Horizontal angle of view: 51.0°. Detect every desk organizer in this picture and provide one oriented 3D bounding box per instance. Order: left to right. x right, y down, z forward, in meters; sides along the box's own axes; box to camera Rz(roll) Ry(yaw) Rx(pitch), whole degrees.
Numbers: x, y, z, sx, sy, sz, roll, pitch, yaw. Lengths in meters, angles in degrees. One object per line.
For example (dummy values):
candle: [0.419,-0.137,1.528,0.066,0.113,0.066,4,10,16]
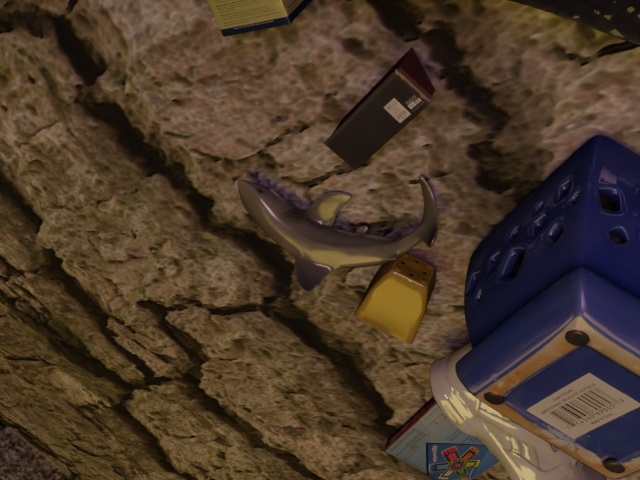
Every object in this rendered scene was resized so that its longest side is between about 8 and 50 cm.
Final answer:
desk organizer: [0.063,-0.133,0.691,0.047,0.050,0.130,39,139,-10]

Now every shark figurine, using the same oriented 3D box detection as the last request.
shark figurine: [0.025,0.015,0.820,0.278,0.116,0.166,6,135,28]

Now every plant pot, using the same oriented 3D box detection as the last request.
plant pot: [0.103,0.062,0.848,0.081,0.081,0.083,25,127,6]
plant pot: [0.280,0.081,0.656,0.236,0.212,0.236,31,139,-2]

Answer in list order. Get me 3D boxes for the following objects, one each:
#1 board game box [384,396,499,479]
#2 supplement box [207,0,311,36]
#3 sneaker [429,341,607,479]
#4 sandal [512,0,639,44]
board game box: [0.219,0.311,1.066,0.145,0.027,0.281,30,139,2]
supplement box: [-0.066,-0.252,0.644,0.083,0.056,0.083,0,131,31]
sneaker: [0.288,0.246,0.877,0.305,0.114,0.152,42,122,-6]
sandal: [0.170,-0.252,0.487,0.446,0.107,0.167,21,142,30]
